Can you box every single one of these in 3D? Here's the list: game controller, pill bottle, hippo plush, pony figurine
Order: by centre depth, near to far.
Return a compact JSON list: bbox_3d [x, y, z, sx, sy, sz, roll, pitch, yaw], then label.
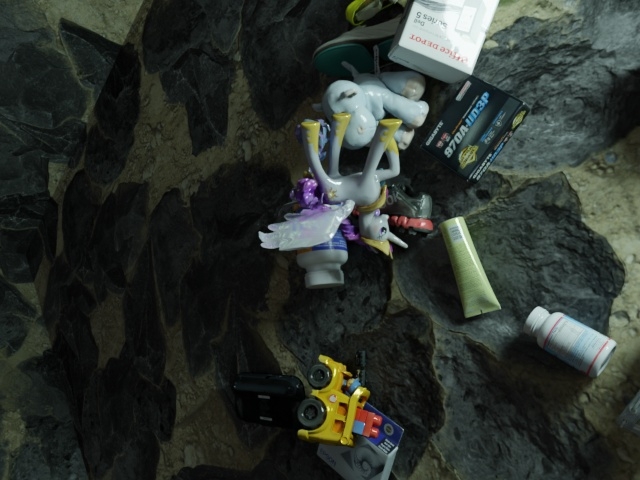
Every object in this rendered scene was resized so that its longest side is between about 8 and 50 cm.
[{"bbox_3d":[0.512,0.205,1.008,0.160,0.087,0.087,33,105,39],"label":"pill bottle"},{"bbox_3d":[0.039,-0.117,1.189,0.351,0.302,0.363,1,117,9],"label":"pony figurine"},{"bbox_3d":[0.129,-0.361,1.260,0.234,0.237,0.294,-12,100,41],"label":"hippo plush"},{"bbox_3d":[0.000,0.000,1.429,0.152,0.152,0.271,-15,74,38],"label":"pill bottle"},{"bbox_3d":[-0.171,0.519,1.578,0.319,0.067,0.166,-9,93,40],"label":"game controller"}]

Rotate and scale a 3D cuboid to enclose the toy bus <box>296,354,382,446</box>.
[{"bbox_3d":[0.063,0.432,1.276,0.212,0.149,0.220,6,65,21],"label":"toy bus"}]

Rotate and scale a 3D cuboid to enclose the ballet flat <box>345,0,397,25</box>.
[{"bbox_3d":[0.177,-0.693,1.393,0.231,0.077,0.077,-27,44,19],"label":"ballet flat"}]

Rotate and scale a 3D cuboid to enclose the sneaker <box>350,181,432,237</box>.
[{"bbox_3d":[0.185,-0.096,1.321,0.276,0.098,0.135,13,93,39],"label":"sneaker"}]

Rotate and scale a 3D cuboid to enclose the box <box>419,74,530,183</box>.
[{"bbox_3d":[0.379,-0.277,1.209,0.175,0.051,0.220,47,114,35],"label":"box"}]

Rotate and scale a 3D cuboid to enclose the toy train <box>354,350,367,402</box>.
[{"bbox_3d":[0.110,0.389,1.366,0.036,0.027,0.158,-5,81,42],"label":"toy train"}]

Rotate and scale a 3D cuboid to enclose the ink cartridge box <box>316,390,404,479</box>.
[{"bbox_3d":[0.100,0.551,1.322,0.223,0.045,0.223,25,108,40],"label":"ink cartridge box"}]

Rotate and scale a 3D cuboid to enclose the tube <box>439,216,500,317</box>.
[{"bbox_3d":[0.356,0.063,1.186,0.070,0.062,0.240,110,145,-73],"label":"tube"}]

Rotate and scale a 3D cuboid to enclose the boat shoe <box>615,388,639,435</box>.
[{"bbox_3d":[0.639,0.217,0.883,0.103,0.118,0.320,19,103,36],"label":"boat shoe"}]

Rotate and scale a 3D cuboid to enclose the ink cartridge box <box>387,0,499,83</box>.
[{"bbox_3d":[0.309,-0.553,1.187,0.115,0.199,0.272,-133,62,-81],"label":"ink cartridge box"}]

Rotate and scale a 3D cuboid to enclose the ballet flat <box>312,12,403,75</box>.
[{"bbox_3d":[0.164,-0.571,1.398,0.401,0.139,0.139,1,85,36],"label":"ballet flat"}]
